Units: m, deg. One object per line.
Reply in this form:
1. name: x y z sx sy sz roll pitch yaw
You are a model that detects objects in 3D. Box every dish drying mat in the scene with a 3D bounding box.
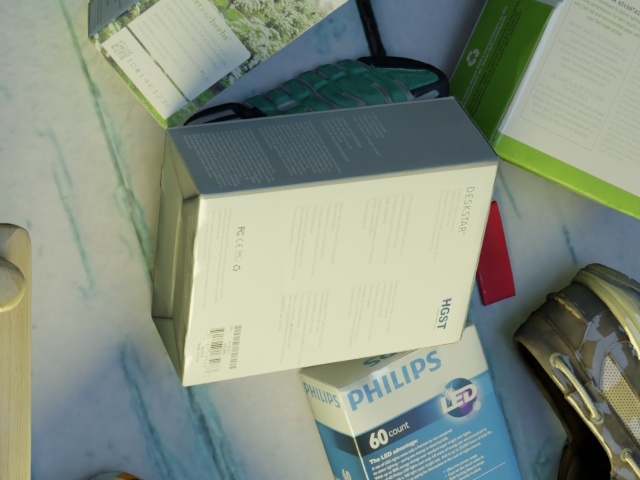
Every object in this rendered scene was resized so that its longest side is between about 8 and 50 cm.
1. dish drying mat: 0.141 0.011 1.563 0.032 0.008 0.083 -18 105 -21

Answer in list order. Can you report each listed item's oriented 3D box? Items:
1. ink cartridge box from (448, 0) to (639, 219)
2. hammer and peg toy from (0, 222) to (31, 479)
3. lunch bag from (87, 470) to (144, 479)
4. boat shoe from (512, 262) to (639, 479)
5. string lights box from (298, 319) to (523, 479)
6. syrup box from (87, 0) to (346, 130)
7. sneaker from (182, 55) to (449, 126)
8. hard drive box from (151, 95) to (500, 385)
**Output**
1. ink cartridge box: 0.232 -0.166 1.507 0.189 0.097 0.255 22 94 -33
2. hammer and peg toy: -0.330 0.062 1.284 0.266 0.127 0.361 -2 97 -23
3. lunch bag: -0.134 0.345 1.421 0.243 0.115 0.303 -45 111 -12
4. boat shoe: 0.261 0.196 1.591 0.130 0.132 0.355 -26 98 -10
5. string lights box: 0.091 0.203 1.525 0.133 0.077 0.259 -24 106 -21
6. syrup box: -0.048 -0.194 1.352 0.237 0.096 0.093 -36 113 9
7. sneaker: -0.003 -0.074 1.461 0.224 0.083 0.098 -17 125 -19
8. hard drive box: 0.000 0.000 1.402 0.232 0.089 0.181 -7 130 -20
